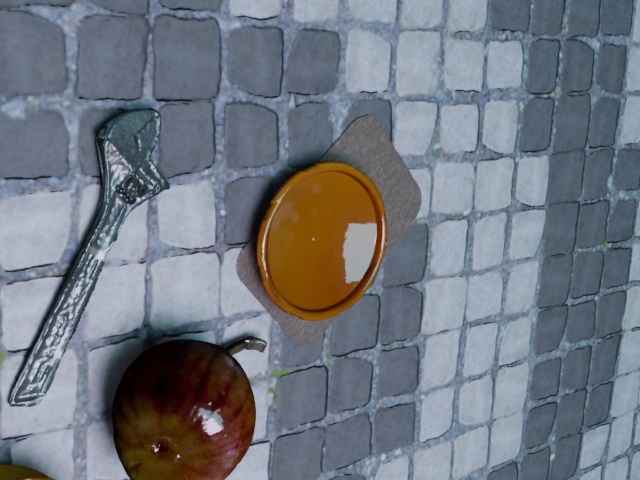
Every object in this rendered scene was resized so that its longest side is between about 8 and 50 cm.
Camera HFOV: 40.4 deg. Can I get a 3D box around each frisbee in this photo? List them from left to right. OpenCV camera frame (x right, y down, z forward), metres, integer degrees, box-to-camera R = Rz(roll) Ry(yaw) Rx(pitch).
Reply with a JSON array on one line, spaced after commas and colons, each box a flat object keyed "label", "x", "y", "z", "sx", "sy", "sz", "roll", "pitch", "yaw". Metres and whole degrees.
[{"label": "frisbee", "x": 0.000, "y": 0.000, "z": 1.034, "sx": 0.192, "sy": 0.035, "sz": 0.192, "roll": -11, "pitch": 108, "yaw": -37}]

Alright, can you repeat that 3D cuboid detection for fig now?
[{"label": "fig", "x": -0.140, "y": 0.163, "z": 0.912, "sx": 0.149, "sy": 0.148, "sz": 0.202, "roll": 85, "pitch": 5, "yaw": -54}]

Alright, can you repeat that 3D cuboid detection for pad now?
[{"label": "pad", "x": 0.020, "y": -0.011, "z": 1.074, "sx": 0.266, "sy": 0.002, "sz": 0.176, "roll": -50, "pitch": 127, "yaw": -17}]

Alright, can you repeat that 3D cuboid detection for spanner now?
[{"label": "spanner", "x": -0.231, "y": 0.017, "z": 0.866, "sx": 0.093, "sy": 0.026, "sz": 0.325, "roll": 27, "pitch": 85, "yaw": -39}]

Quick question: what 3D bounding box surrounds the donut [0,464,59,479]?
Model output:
[{"label": "donut", "x": -0.315, "y": 0.302, "z": 0.845, "sx": 0.174, "sy": 0.074, "sz": 0.190, "roll": -24, "pitch": 120, "yaw": -34}]
